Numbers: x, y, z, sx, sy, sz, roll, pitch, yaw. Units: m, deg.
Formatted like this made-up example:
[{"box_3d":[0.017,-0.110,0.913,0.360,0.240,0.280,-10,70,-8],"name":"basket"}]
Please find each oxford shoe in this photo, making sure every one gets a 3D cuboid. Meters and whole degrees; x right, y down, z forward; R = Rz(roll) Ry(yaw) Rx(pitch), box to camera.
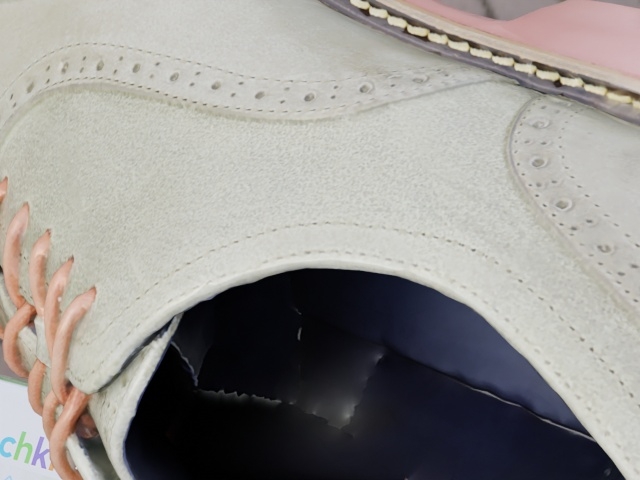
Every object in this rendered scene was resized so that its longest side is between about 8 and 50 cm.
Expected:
[{"box_3d":[-0.042,-0.005,0.503,0.397,0.141,0.146,11,36,33],"name":"oxford shoe"}]

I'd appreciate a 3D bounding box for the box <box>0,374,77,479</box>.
[{"box_3d":[-0.093,0.213,1.020,0.262,0.127,0.231,13,82,24],"name":"box"}]
